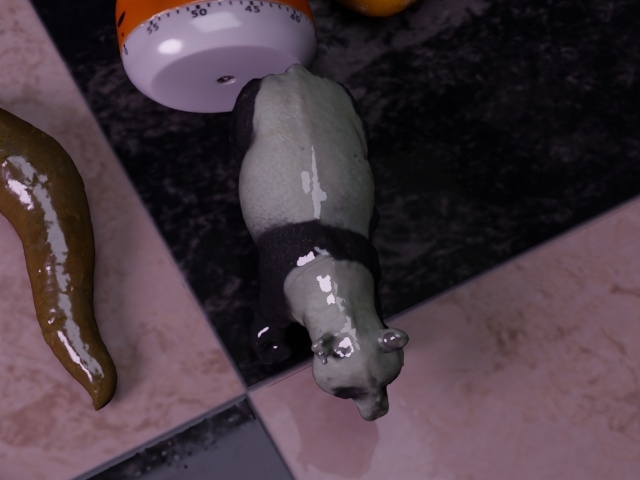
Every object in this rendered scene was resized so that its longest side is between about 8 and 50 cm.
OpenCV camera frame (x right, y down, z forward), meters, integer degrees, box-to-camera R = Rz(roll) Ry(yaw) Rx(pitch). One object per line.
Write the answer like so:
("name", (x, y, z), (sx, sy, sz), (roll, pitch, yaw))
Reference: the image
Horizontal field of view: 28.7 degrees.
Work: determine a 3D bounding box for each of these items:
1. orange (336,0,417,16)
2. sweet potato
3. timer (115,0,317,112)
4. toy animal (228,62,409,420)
("orange", (0.041, -0.197, 0.880), (0.083, 0.070, 0.083), (-6, 57, 10))
("sweet potato", (-0.174, -0.013, 0.780), (0.069, 0.059, 0.249), (-33, 72, 2))
("timer", (-0.072, -0.155, 0.833), (0.136, 0.099, 0.136), (7, 64, -14))
("toy animal", (0.000, 0.000, 0.747), (0.094, 0.121, 0.225), (-5, 65, -7))
